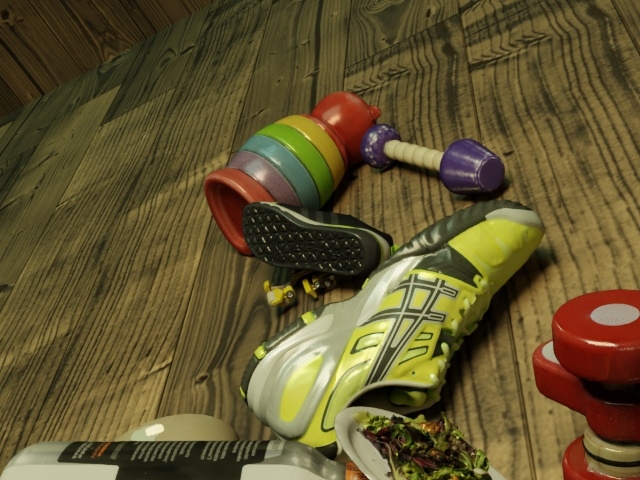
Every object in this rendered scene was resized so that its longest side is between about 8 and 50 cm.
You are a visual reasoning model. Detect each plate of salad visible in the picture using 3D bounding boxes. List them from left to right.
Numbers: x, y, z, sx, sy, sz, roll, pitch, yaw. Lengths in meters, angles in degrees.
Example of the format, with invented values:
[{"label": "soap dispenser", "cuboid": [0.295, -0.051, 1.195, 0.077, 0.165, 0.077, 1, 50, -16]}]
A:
[{"label": "plate of salad", "cuboid": [0.104, 0.191, 0.786, 0.048, 0.200, 0.200, -64, 27, 12]}]

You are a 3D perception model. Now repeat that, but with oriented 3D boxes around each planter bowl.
[{"label": "planter bowl", "cuboid": [-0.146, 0.275, 0.961, 0.162, 0.162, 0.109, -32, 45, 4]}]

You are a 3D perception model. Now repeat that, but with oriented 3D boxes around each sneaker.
[{"label": "sneaker", "cuboid": [0.000, 0.000, 1.261, 0.235, 0.084, 0.097, 18, 20, 30]}, {"label": "sneaker", "cuboid": [0.105, 0.103, 1.010, 0.385, 0.145, 0.147, -37, 59, -10]}]

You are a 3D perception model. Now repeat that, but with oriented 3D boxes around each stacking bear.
[{"label": "stacking bear", "cuboid": [-0.026, -0.122, 1.432, 0.289, 0.164, 0.175, -43, 30, -25]}]

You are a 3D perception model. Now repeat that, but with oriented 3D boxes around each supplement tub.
[{"label": "supplement tub", "cuboid": [-0.108, 0.269, 0.792, 0.316, 0.193, 0.193, -2, 35, 4]}]

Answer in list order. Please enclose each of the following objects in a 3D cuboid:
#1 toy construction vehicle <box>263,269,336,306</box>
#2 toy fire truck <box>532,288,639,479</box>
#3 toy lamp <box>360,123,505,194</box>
[{"label": "toy construction vehicle", "cuboid": [-0.028, 0.061, 1.279, 0.098, 0.035, 0.086, -27, 31, -1]}, {"label": "toy fire truck", "cuboid": [0.334, 0.118, 0.720, 0.254, 0.169, 0.302, -20, 22, -27]}, {"label": "toy lamp", "cuboid": [0.157, -0.117, 1.308, 0.080, 0.080, 0.275, -42, 31, -14]}]
